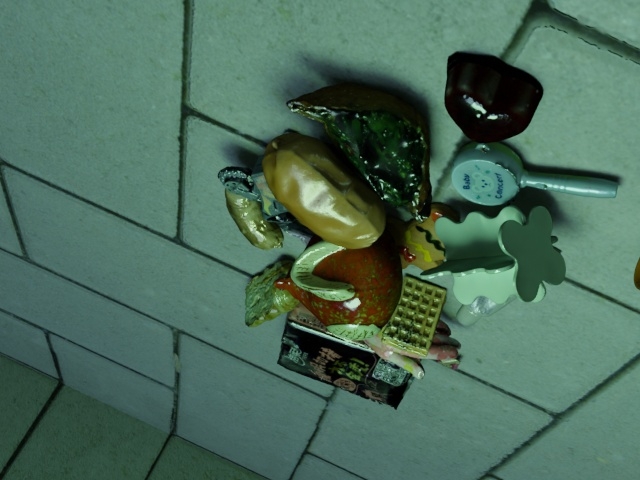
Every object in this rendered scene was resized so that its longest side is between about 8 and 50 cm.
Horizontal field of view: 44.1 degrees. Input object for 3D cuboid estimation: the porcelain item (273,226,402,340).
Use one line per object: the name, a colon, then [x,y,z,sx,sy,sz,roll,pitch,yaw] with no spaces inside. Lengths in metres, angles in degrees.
porcelain item: [0.027,0.069,1.476,0.253,0.253,0.253,18,147,13]

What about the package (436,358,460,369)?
package: [0.283,0.269,1.825,0.083,0.029,0.059,32,156,11]

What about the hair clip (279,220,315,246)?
hair clip: [0.002,-0.007,1.622,0.187,0.056,0.146,30,147,-22]

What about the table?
table: [0.279,0.029,1.328,0.166,0.166,0.198,44,151,-25]

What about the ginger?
ginger: [-0.142,-0.054,1.618,0.095,0.069,0.190,-6,126,45]

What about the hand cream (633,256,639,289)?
hand cream: [0.667,0.094,1.259,0.314,0.089,0.139,24,149,-4]

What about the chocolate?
chocolate: [0.235,-0.196,1.157,0.149,0.080,0.125,26,147,-2]

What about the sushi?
sushi: [0.093,-0.157,1.252,0.287,0.140,0.149,41,152,-23]

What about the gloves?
gloves: [0.179,0.195,1.680,0.241,0.145,0.126,16,159,41]

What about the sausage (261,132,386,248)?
sausage: [0.004,-0.081,1.299,0.241,0.120,0.136,40,150,-17]

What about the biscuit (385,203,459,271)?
biscuit: [0.187,0.012,1.524,0.165,0.036,0.250,44,144,-23]

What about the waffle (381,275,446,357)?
waffle: [0.193,0.155,1.616,0.103,0.148,0.042,21,157,6]

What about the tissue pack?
tissue pack: [0.068,0.261,1.886,0.333,0.123,0.245,20,142,4]

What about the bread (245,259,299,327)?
bread: [-0.108,0.127,1.811,0.088,0.128,0.232,20,152,-21]

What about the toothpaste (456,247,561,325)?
toothpaste: [0.333,0.077,1.498,0.099,0.068,0.282,1,144,-21]

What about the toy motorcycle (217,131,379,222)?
toy motorcycle: [-0.045,-0.104,1.467,0.307,0.108,0.173,-6,144,39]

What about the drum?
drum: [0.333,-0.085,1.271,0.253,0.049,0.130,19,146,8]
